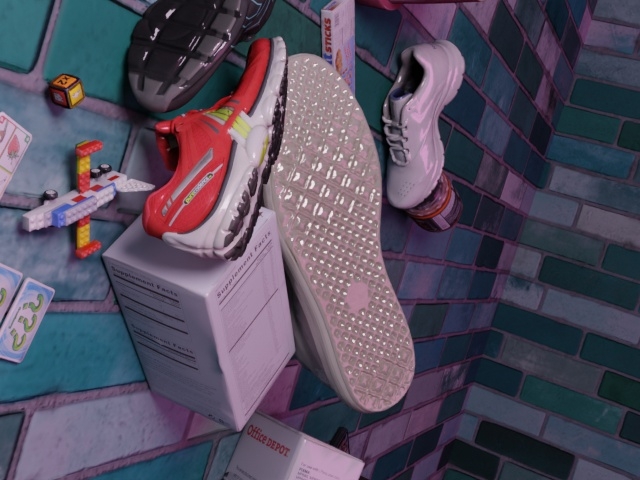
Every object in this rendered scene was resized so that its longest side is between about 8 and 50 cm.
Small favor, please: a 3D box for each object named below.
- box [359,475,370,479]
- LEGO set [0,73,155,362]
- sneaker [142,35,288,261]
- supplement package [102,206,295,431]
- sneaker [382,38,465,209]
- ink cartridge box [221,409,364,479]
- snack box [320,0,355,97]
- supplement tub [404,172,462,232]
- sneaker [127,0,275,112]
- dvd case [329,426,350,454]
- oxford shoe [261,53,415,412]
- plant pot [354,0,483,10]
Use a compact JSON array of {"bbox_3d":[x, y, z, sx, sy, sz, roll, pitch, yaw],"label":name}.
[{"bbox_3d":[-0.012,0.466,1.440,0.168,0.203,0.167,24,85,-67],"label":"box"},{"bbox_3d":[-0.240,-0.014,0.744,0.244,0.060,0.182,-67,161,-12],"label":"LEGO set"},{"bbox_3d":[-0.101,-0.109,0.845,0.107,0.118,0.279,99,5,-52],"label":"sneaker"},{"bbox_3d":[-0.126,0.075,0.966,0.139,0.133,0.244,-53,152,-37],"label":"supplement package"},{"bbox_3d":[0.149,-0.198,1.463,0.129,0.111,0.297,-7,111,-48],"label":"sneaker"},{"bbox_3d":[-0.073,0.405,1.243,0.114,0.197,0.273,27,79,-24],"label":"ink cartridge box"},{"bbox_3d":[0.026,-0.253,1.207,0.064,0.022,0.178,-51,150,-42],"label":"snack box"},{"bbox_3d":[0.204,-0.085,1.637,0.106,0.106,0.198,-69,157,-5],"label":"supplement tub"},{"bbox_3d":[-0.094,-0.225,0.856,0.267,0.101,0.106,-62,158,-20],"label":"sneaker"},{"bbox_3d":[-0.006,0.523,1.735,0.253,0.022,0.180,-52,150,-38],"label":"dvd case"},{"bbox_3d":[0.000,0.000,1.052,0.169,0.130,0.449,-23,108,-27],"label":"oxford shoe"},{"bbox_3d":[0.152,-0.407,1.171,0.201,0.180,0.201,-49,149,-44],"label":"plant pot"}]
